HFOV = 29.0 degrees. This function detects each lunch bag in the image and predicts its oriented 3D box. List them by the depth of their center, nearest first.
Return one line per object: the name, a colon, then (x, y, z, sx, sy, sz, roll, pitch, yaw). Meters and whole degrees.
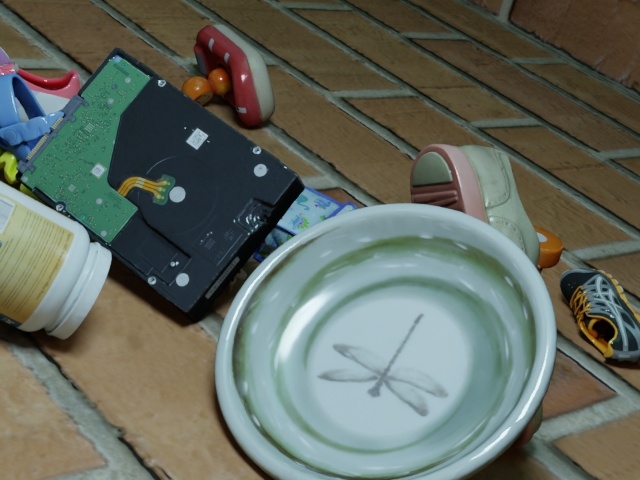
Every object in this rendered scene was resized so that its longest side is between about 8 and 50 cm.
lunch bag: (0.000, 0.000, 1.825, 0.151, 0.096, 0.129, 29, 39, 17)

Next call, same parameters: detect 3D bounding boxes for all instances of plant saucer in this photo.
plant saucer: (0.079, 0.140, 1.455, 0.401, 0.100, 0.400, -8, 53, 11)

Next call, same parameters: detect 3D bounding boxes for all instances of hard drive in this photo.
hard drive: (-0.221, -0.080, 1.669, 0.339, 0.237, 0.064, 35, -7, 19)

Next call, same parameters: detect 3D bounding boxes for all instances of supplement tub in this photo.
supplement tub: (-0.363, 0.019, 1.452, 0.200, 0.144, 0.144, 30, 20, -20)

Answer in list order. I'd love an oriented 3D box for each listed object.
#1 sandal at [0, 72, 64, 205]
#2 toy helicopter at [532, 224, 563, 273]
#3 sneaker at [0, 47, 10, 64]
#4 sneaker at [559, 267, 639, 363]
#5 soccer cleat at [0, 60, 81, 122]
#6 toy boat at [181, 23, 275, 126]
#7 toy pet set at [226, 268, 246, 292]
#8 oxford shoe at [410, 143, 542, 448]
sandal: (-0.469, -0.189, 1.798, 0.317, 0.138, 0.126, 32, 24, 1)
toy helicopter: (0.149, 0.032, 1.729, 0.355, 0.140, 0.235, -9, 35, -40)
sneaker: (-0.624, -0.287, 2.003, 0.236, 0.095, 0.104, 2, 0, -21)
sneaker: (0.430, 0.112, 1.914, 0.083, 0.084, 0.215, -2, 32, -28)
soccer cleat: (-0.532, -0.234, 1.928, 0.318, 0.116, 0.108, 7, 26, -22)
toy boat: (-0.187, -0.292, 2.292, 0.151, 0.151, 0.231, -29, 44, -18)
toy pet set: (-0.149, 0.015, 1.739, 0.114, 0.065, 0.122, 7, 27, -23)
oxford shoe: (0.236, 0.062, 1.584, 0.147, 0.396, 0.140, -8, -6, -33)
